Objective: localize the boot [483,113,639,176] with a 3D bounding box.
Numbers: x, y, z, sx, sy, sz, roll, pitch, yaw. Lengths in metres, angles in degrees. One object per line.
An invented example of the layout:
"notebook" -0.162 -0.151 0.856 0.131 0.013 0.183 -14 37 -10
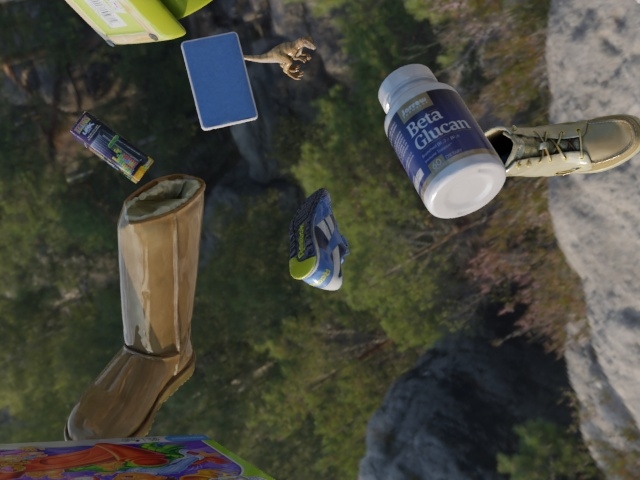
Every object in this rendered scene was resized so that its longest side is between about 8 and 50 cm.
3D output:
"boot" 0.393 -0.160 1.441 0.262 0.204 0.095 -6 88 43

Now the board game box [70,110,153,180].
"board game box" -0.369 -0.161 1.502 0.141 0.048 0.170 36 173 -12

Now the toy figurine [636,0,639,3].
"toy figurine" 0.264 -0.290 0.579 0.148 0.213 0.209 61 -168 12

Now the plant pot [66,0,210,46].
"plant pot" -0.299 -0.445 1.360 0.227 0.207 0.228 9 153 44

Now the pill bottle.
"pill bottle" 0.128 -0.116 0.944 0.094 0.094 0.169 106 147 -50

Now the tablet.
"tablet" -0.093 -0.147 0.782 0.006 0.054 0.083 179 77 -76

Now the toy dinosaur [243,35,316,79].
"toy dinosaur" -0.092 -0.424 1.944 0.212 0.064 0.112 -11 133 28

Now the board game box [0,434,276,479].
"board game box" -0.224 0.208 0.626 0.233 0.347 0.078 173 99 -67

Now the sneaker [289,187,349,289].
"sneaker" 0.000 0.000 0.975 0.059 0.144 0.053 31 131 -26

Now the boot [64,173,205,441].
"boot" -0.215 0.085 0.975 0.089 0.236 0.269 16 122 13
